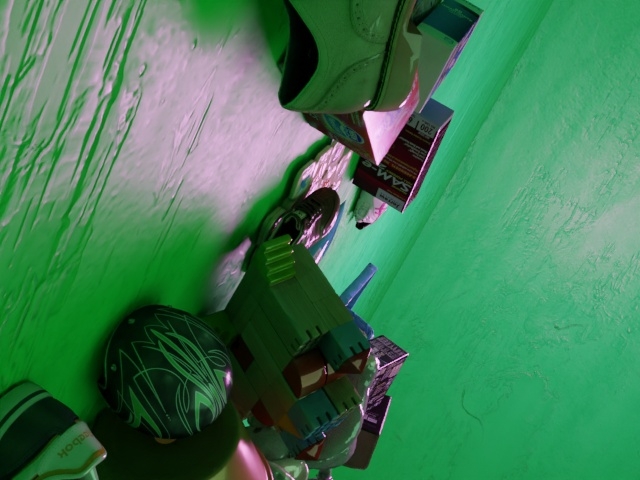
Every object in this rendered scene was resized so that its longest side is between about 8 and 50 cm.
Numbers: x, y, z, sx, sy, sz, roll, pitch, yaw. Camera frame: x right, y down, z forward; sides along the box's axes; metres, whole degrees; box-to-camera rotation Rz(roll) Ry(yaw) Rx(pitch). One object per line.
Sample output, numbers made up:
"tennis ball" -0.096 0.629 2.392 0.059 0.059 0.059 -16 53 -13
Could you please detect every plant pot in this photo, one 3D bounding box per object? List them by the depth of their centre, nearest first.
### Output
"plant pot" -0.208 0.334 1.130 0.291 0.290 0.203 -47 148 -43

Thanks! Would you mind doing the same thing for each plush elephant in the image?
"plush elephant" -0.067 0.364 1.554 0.255 0.272 0.330 10 81 -43

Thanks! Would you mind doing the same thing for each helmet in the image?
"helmet" -0.193 0.166 1.014 0.169 0.169 0.161 -50 -177 -35

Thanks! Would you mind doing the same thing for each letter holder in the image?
"letter holder" -0.015 0.442 1.914 0.152 0.301 0.214 -58 166 -61

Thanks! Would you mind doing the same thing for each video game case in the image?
"video game case" 0.152 -0.376 1.347 0.143 0.019 0.157 -57 169 -1

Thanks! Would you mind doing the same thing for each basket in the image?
"basket" 0.020 0.198 1.821 0.289 0.201 0.255 -55 172 26

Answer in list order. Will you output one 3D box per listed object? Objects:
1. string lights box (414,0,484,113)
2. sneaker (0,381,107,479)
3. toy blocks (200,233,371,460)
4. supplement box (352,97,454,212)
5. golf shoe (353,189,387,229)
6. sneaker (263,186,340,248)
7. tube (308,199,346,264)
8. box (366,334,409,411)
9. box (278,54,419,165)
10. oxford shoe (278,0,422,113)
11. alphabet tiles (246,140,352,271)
"string lights box" 0.206 -0.342 1.436 0.133 0.076 0.260 -63 174 36
"sneaker" -0.331 0.311 0.869 0.321 0.127 0.126 -62 169 27
"toy blocks" -0.047 0.195 1.247 0.190 0.261 0.381 -20 157 -36
"supplement box" 0.159 -0.183 1.599 0.073 0.130 0.239 -47 163 -41
"golf shoe" 0.115 -0.076 1.841 0.086 0.067 0.186 -53 168 -14
"sneaker" -0.025 -0.028 1.292 0.188 0.066 0.071 -52 166 -28
"tube" 0.000 0.000 1.520 0.207 0.052 0.080 -51 172 -52
"box" 0.094 0.296 1.726 0.180 0.077 0.147 -10 131 -61
"box" 0.048 -0.208 1.077 0.123 0.128 0.257 -57 169 -3
"oxford shoe" 0.024 -0.285 0.769 0.146 0.140 0.397 -13 131 -16
"alphabet tiles" -0.033 -0.056 1.403 0.284 0.021 0.278 -46 163 -45
